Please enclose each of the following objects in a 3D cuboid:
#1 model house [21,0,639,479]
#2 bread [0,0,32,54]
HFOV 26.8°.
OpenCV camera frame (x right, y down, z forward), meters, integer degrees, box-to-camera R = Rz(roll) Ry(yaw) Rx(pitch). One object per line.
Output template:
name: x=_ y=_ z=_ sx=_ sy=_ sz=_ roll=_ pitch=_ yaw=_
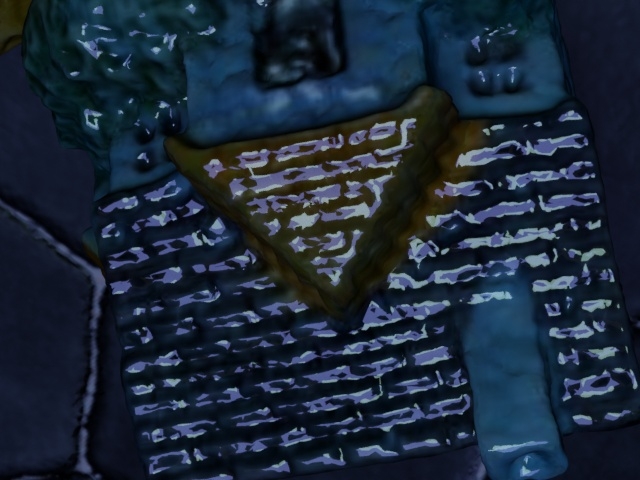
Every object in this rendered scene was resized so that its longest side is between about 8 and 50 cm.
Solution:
model house: x=0.000 y=0.000 z=0.618 sx=0.261 sy=0.241 sz=0.226 roll=-12 pitch=144 yaw=12
bread: x=-0.181 y=-0.135 z=0.678 sx=0.367 sy=0.084 sz=0.077 roll=-16 pitch=161 yaw=10
